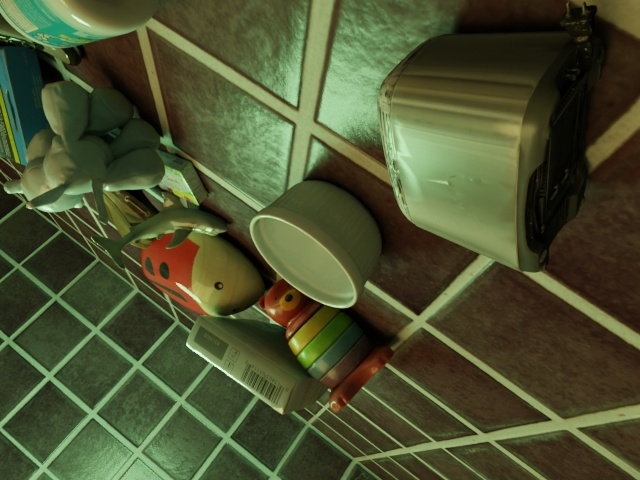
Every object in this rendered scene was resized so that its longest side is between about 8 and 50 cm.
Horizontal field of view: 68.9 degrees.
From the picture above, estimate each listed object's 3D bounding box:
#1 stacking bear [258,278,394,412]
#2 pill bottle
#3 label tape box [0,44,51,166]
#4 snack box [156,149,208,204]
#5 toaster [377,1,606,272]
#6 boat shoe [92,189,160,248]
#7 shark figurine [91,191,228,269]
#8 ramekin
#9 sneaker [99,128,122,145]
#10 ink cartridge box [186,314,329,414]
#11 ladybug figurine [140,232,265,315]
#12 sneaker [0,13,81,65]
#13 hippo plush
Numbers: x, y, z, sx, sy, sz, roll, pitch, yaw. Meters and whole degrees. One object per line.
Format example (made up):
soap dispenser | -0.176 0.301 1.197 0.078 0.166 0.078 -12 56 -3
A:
stacking bear | -0.007 0.201 1.029 0.289 0.175 0.164 45 172 9
pill bottle | -0.332 -0.335 0.609 0.264 0.146 0.146 15 145 42
label tape box | -0.691 -0.311 1.056 0.333 0.105 0.241 19 119 36
snack box | -0.319 -0.142 1.018 0.141 0.037 0.100 23 148 31
toaster | 0.142 -0.085 0.405 0.146 0.129 0.227 22 150 37
boat shoe | -0.504 -0.144 1.189 0.342 0.123 0.123 52 -170 15
shark figurine | -0.371 -0.049 1.073 0.166 0.278 0.116 -130 30 -52
ramekin | 0.000 0.000 0.745 0.207 0.109 0.207 30 153 17
sneaker | -0.556 -0.230 1.094 0.321 0.127 0.126 29 154 23
ink cartridge box | -0.107 0.307 1.206 0.308 0.091 0.385 24 178 27
ladybug figurine | -0.344 0.082 1.264 0.449 0.162 0.305 13 144 42
sneaker | -0.564 -0.380 0.817 0.271 0.108 0.100 23 174 -41
hippo plush | -0.464 -0.136 0.925 0.234 0.295 0.236 15 153 -43
